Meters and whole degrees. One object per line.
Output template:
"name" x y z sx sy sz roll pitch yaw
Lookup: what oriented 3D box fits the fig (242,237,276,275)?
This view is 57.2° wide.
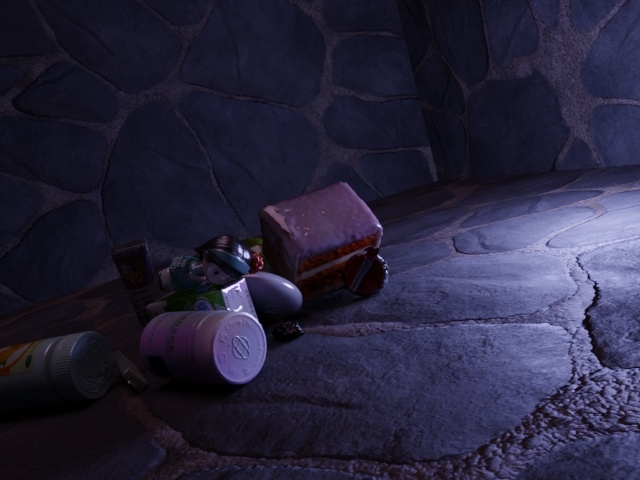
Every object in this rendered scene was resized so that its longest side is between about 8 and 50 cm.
"fig" -0.257 0.122 1.951 0.275 0.206 0.206 -40 13 -8

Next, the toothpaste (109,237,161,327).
"toothpaste" -0.515 0.148 1.706 0.114 0.299 0.073 -15 9 7

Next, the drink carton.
"drink carton" -0.295 0.201 1.465 0.271 0.161 0.108 -13 9 31

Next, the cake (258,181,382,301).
"cake" 0.000 0.000 1.705 0.309 0.237 0.230 -19 53 -20

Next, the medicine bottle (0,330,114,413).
"medicine bottle" -0.661 0.313 1.369 0.318 0.158 0.158 -13 9 15

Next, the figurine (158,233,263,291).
"figurine" -0.271 0.063 1.424 0.246 0.110 0.138 -19 -18 24

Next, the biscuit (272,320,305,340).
"biscuit" -0.074 0.217 1.411 0.089 0.027 0.087 -11 10 27

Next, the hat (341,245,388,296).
"hat" 0.139 0.082 1.651 0.129 0.140 0.227 8 2 15

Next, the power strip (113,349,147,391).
"power strip" -0.456 0.305 1.392 0.027 0.060 0.253 -47 20 -17

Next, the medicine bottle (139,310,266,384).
"medicine bottle" -0.251 0.225 1.243 0.254 0.152 0.152 -9 11 42

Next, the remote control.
"remote control" -0.204 0.154 1.570 0.332 0.103 0.221 -9 -34 32
